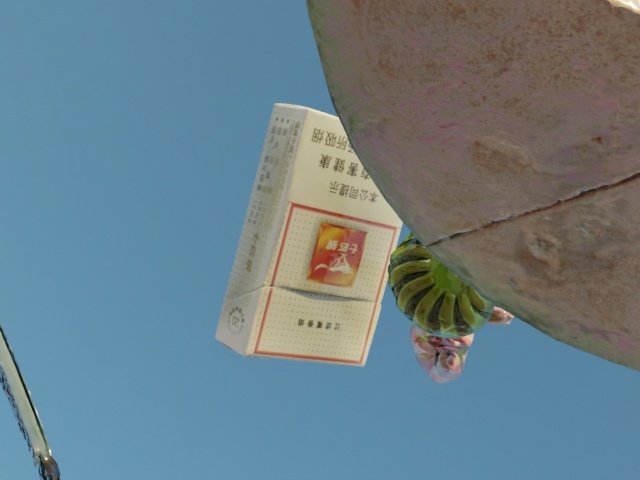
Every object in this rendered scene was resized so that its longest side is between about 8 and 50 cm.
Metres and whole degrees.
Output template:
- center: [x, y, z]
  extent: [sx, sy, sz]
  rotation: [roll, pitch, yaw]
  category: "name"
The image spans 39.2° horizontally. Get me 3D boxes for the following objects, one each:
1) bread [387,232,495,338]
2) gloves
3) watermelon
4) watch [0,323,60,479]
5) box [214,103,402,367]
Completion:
- center: [0.143, 0.037, 1.000]
  extent: [0.130, 0.139, 0.071]
  rotation: [34, -19, 5]
  category: "bread"
- center: [0.192, 0.126, 1.312]
  extent: [0.126, 0.145, 0.241]
  rotation: [47, -18, 23]
  category: "gloves"
- center: [0.177, -0.106, 0.576]
  extent: [0.319, 0.222, 0.292]
  rotation: [20, -35, 20]
  category: "watermelon"
- center: [-0.319, 0.063, 0.689]
  extent: [0.277, 0.274, 0.068]
  rotation: [12, -59, -14]
  category: "watch"
- center: [0.000, 0.000, 1.230]
  extent: [0.095, 0.210, 0.330]
  rotation: [21, -83, 52]
  category: "box"
